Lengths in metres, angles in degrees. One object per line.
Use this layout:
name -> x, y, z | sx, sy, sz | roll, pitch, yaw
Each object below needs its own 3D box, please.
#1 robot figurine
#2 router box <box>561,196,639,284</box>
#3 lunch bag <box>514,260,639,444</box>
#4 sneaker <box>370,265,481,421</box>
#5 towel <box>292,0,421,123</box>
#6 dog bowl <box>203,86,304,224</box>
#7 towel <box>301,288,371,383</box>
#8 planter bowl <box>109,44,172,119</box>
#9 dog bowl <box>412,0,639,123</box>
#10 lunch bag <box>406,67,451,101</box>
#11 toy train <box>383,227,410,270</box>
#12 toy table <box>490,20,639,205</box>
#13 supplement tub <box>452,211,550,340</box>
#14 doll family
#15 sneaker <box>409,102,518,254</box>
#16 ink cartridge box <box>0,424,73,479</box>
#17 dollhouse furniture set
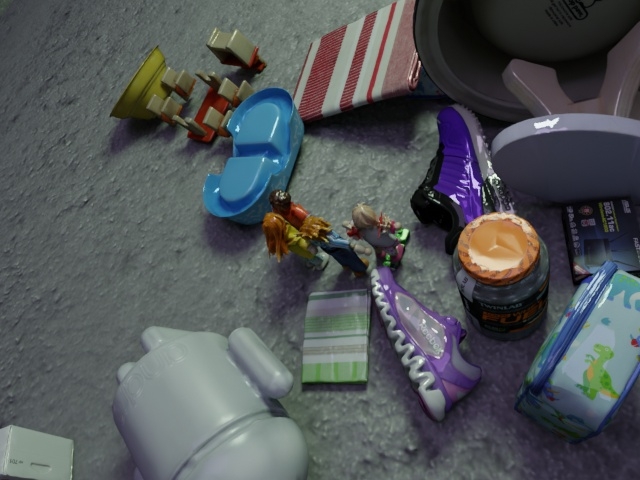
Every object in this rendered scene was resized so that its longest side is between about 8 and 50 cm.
robot figurine -> -0.154, 0.270, 0.689 | 0.353, 0.199, 0.300 | 39, 101, 36
router box -> 0.404, 0.001, 0.706 | 0.092, 0.038, 0.122 | -6, 59, 20
lunch bag -> 0.303, 0.132, 0.561 | 0.090, 0.219, 0.176 | 32, 78, 28
sneaker -> 0.150, 0.132, 0.714 | 0.104, 0.095, 0.236 | -26, 59, -1
towel -> 0.074, -0.359, 1.006 | 0.329, 0.037, 0.237 | -3, 63, 45
dog bowl -> -0.127, -0.166, 0.998 | 0.166, 0.074, 0.297 | 4, 69, 34
towel -> 0.027, 0.154, 0.794 | 0.113, 0.023, 0.152 | -7, 61, 22
planter bowl -> -0.431, -0.373, 1.242 | 0.217, 0.090, 0.217 | -42, 27, 27
dog bowl -> 0.347, -0.353, 0.713 | 0.408, 0.408, 0.150 | 3, 63, 25
lunch bag -> 0.244, -0.342, 0.946 | 0.151, 0.096, 0.129 | 12, 66, 40
toy train -> 0.129, 0.016, 0.832 | 0.023, 0.017, 0.083 | 18, 69, 19
toy table -> 0.380, -0.163, 0.700 | 0.274, 0.252, 0.161 | 16, 65, -17
supplement tub -> 0.240, 0.050, 0.654 | 0.117, 0.190, 0.117 | -11, 57, 18
doll family -> 0.000, 0.000, 0.795 | 0.263, 0.163, 0.118 | 12, 71, 36
sneaker -> 0.212, -0.101, 0.812 | 0.146, 0.102, 0.293 | -19, 55, 13
ink cartridge box -> -0.542, 0.389, 0.825 | 0.190, 0.140, 0.082 | -23, 53, 9
dollhouse furniture set -> -0.236, -0.352, 1.168 | 0.262, 0.135, 0.259 | 20, 82, 32
